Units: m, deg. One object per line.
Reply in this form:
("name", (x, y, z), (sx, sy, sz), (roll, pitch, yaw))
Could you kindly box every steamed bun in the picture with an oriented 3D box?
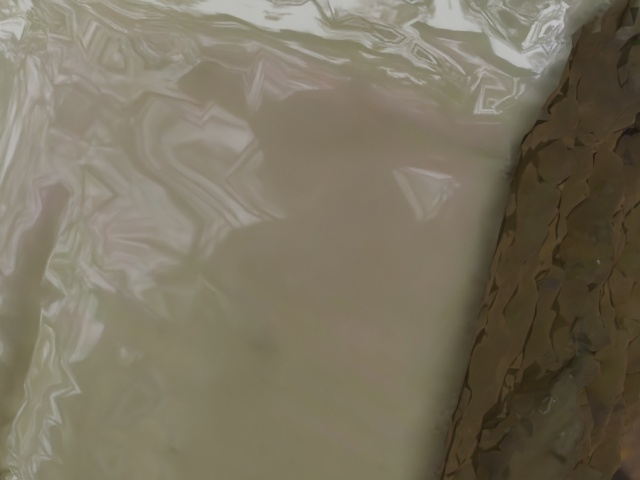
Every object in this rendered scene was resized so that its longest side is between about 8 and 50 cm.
("steamed bun", (0.000, 0.000, 0.423), (0.170, 0.200, 0.225), (-37, -25, -54))
